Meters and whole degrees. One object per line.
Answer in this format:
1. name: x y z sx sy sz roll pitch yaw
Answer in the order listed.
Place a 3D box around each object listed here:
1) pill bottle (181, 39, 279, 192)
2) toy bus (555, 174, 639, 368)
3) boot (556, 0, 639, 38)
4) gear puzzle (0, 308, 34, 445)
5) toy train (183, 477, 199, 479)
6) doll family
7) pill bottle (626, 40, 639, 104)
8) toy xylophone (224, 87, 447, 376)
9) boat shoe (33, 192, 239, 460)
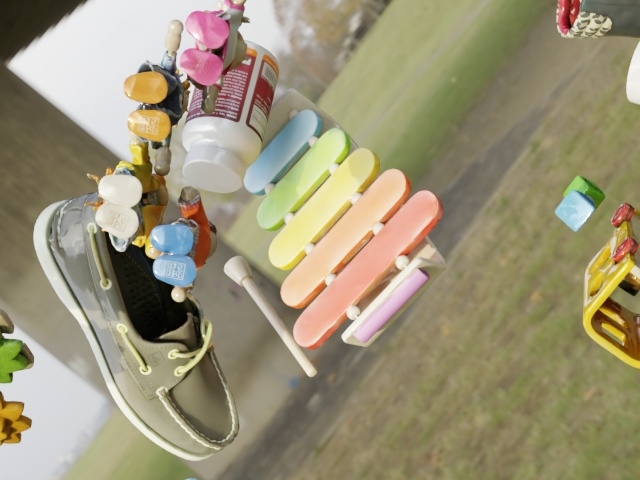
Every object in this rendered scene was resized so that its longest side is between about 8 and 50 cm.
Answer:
1. pill bottle: -0.098 -0.131 1.396 0.086 0.086 0.152 133 153 -60
2. toy bus: 0.310 0.043 1.302 0.202 0.191 0.104 13 -58 -43
3. boot: 0.324 -0.237 1.174 0.236 0.178 0.085 112 158 -71
4. gear puzzle: -0.332 0.087 1.053 0.339 0.175 0.044 73 -170 -49
5. toy train: -0.056 0.256 0.965 0.046 0.125 0.166 -50 45 20
6. doll family: -0.134 -0.085 1.091 0.163 0.118 0.263 -63 -17 -84
7. pill bottle: 0.440 -0.173 1.464 0.108 0.180 0.108 -39 -42 -47
8. toy xylophone: 0.000 0.000 1.390 0.081 0.323 0.236 28 -78 -47
9. boat shoe: -0.163 0.088 1.284 0.091 0.305 0.109 -15 22 41
